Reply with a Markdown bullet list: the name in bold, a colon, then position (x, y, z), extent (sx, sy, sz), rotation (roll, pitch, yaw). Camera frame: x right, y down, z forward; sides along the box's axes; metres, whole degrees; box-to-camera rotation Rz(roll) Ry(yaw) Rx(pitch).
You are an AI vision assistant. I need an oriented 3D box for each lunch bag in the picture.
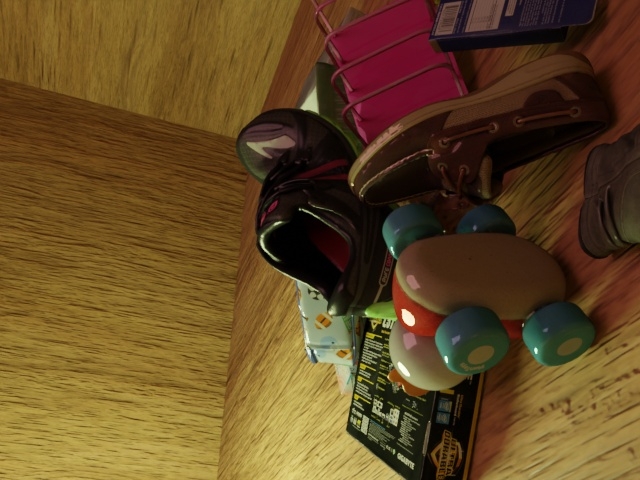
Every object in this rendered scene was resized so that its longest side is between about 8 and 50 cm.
- **lunch bag**: position (0.032, 0.082, 1.212), extent (0.243, 0.115, 0.303), rotation (-64, -28, -62)

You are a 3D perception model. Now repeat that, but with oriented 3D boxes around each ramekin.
- **ramekin**: position (0.073, -0.223, 1.304), extent (0.303, 0.148, 0.303), rotation (-4, -90, -89)

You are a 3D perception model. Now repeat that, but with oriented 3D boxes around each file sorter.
- **file sorter**: position (0.110, -0.329, 1.059), extent (0.182, 0.202, 0.291), rotation (37, -145, -61)

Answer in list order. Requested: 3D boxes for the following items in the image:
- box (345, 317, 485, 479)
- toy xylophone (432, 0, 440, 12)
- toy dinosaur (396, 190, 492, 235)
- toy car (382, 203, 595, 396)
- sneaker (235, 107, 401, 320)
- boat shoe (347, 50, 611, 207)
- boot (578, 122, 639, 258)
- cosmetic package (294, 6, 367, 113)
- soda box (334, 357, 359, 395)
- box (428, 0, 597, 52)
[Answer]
- **box**: position (0.144, 0.227, 1.000), extent (0.322, 0.079, 0.257), rotation (170, 113, -73)
- **toy xylophone**: position (0.264, -0.542, 1.162), extent (0.322, 0.081, 0.236), rotation (-177, 99, -74)
- **toy dinosaur**: position (0.162, 0.001, 1.042), extent (0.200, 0.127, 0.296), rotation (-112, 31, -53)
- **toy car**: position (0.172, 0.110, 0.779), extent (0.219, 0.210, 0.238), rotation (-111, 27, -46)
- **sneaker**: position (-0.020, -0.065, 0.975), extent (0.483, 0.202, 0.185), rotation (49, 133, 39)
- **boat shoe**: position (0.193, -0.109, 0.798), extent (0.342, 0.123, 0.123), rotation (-23, 59, 21)
- **boot**: position (0.324, -0.105, 0.625), extent (0.161, 0.083, 0.246), rotation (166, 117, -79)
- **cosmetic package**: position (0.046, -0.396, 1.628), extent (0.385, 0.156, 0.217), rotation (138, 153, -66)
- **soda box**: position (0.064, 0.242, 1.305), extent (0.183, 0.058, 0.063), rotation (-106, 32, -58)
- **box**: position (0.273, -0.333, 0.860), extent (0.225, 0.036, 0.136), rotation (7, 71, 37)
